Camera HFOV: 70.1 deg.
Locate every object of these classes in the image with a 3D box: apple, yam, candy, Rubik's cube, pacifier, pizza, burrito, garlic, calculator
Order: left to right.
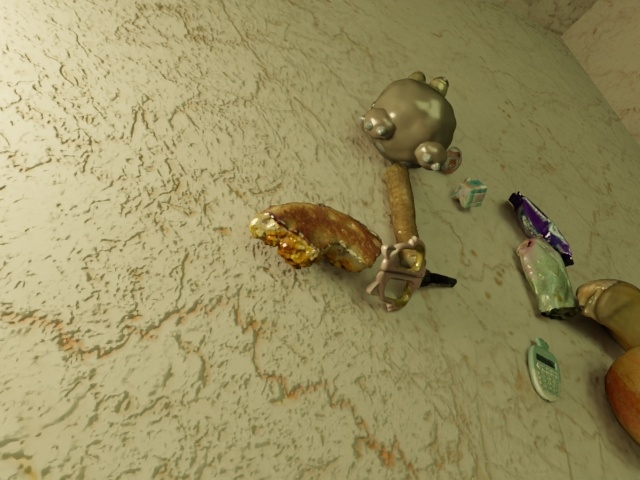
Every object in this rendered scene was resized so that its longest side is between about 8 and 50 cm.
[{"bbox_3d":[0.000,0.000,0.865,0.305,0.086,0.162,12,42,-38],"label":"pizza"},{"bbox_3d":[0.196,-0.057,1.065,0.066,0.066,0.300,17,50,-26],"label":"yam"},{"bbox_3d":[0.362,-0.240,1.318,0.099,0.082,0.078,13,24,-29],"label":"pacifier"},{"bbox_3d":[0.410,-0.132,1.270,0.075,0.084,0.073,6,34,-29],"label":"Rubik's cube"},{"bbox_3d":[0.653,-0.029,1.351,0.275,0.070,0.145,58,5,12],"label":"candy"},{"bbox_3d":[0.527,0.302,1.072,0.095,0.021,0.153,28,47,-17],"label":"calculator"},{"bbox_3d":[0.622,0.098,1.245,0.143,0.089,0.229,12,56,-34],"label":"burrito"},{"bbox_3d":[0.802,0.190,1.238,0.338,0.151,0.196,39,42,-20],"label":"garlic"},{"bbox_3d":[0.817,0.378,1.082,0.256,0.257,0.234,0,27,-36],"label":"apple"}]

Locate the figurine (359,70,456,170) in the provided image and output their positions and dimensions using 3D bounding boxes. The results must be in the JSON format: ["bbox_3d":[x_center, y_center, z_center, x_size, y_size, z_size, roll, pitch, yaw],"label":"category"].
[{"bbox_3d":[0.256,-0.341,1.215,0.248,0.203,0.381,33,44,-7],"label":"figurine"}]

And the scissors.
[{"bbox_3d":[0.208,0.078,0.959,0.317,0.160,0.024,14,7,-46],"label":"scissors"}]
